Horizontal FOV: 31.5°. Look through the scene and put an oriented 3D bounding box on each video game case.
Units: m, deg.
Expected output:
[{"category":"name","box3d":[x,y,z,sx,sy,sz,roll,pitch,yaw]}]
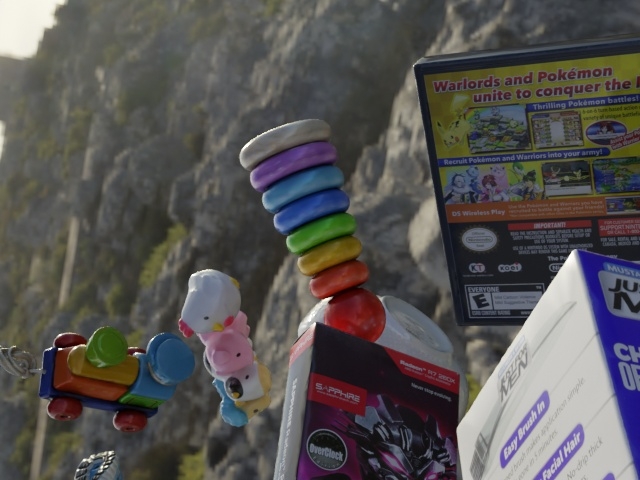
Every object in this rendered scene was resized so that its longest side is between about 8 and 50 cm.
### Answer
[{"category":"video game case","box3d":[0.231,-0.046,0.952,0.035,0.275,0.248,-50,-48,-58]}]

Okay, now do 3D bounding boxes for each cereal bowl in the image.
[{"category":"cereal bowl","box3d":[0.135,0.202,2.034,0.141,0.339,0.339,-53,26,16]}]

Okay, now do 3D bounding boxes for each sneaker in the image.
[{"category":"sneaker","box3d":[-0.255,0.315,1.294,0.073,0.063,0.162,65,-156,-24]}]

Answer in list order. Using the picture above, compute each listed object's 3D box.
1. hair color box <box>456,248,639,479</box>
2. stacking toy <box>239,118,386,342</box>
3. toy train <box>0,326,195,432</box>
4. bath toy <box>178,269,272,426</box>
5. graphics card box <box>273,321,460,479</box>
[{"category":"hair color box","box3d":[0.168,0.190,0.599,0.338,0.110,0.185,-94,20,-45]},{"category":"stacking toy","box3d":[0.000,0.000,1.627,0.330,0.141,0.141,70,157,7]},{"category":"toy train","box3d":[-0.283,0.144,1.344,0.143,0.248,0.105,-36,46,46]},{"category":"bath toy","box3d":[-0.173,0.199,2.056,0.129,0.151,0.348,-54,-29,-29]},{"category":"graphics card box","box3d":[0.058,0.305,1.463,0.094,0.233,0.370,-49,25,47]}]
